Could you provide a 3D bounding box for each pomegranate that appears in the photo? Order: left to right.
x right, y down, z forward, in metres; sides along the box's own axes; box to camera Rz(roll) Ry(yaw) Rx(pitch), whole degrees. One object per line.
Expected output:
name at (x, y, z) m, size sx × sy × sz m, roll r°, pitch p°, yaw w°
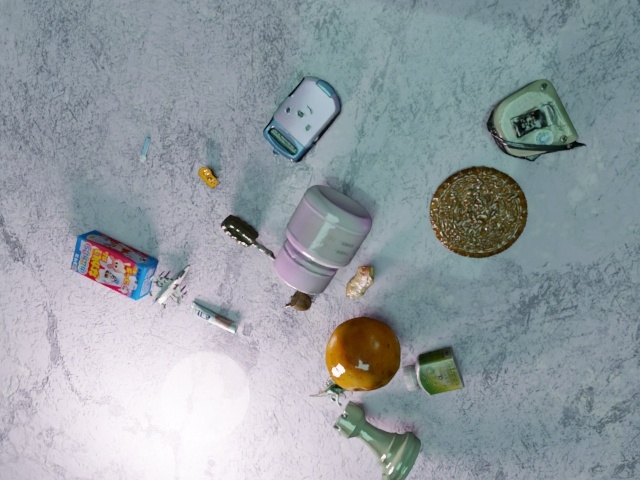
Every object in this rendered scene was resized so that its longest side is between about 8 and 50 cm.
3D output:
pomegranate at (0.145, 0.385, 1.492) m, size 0.264 × 0.264 × 0.264 m, roll 3°, pitch 105°, yaw 12°

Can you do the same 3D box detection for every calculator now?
calculator at (-0.065, -0.393, 1.427) m, size 0.173 × 0.051 × 0.293 m, roll 42°, pitch 109°, yaw -2°

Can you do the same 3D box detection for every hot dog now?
hot dog at (0.147, 0.139, 1.516) m, size 0.078 × 0.061 × 0.169 m, roll 59°, pitch 134°, yaw 26°

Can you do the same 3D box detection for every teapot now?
teapot at (-0.084, 0.222, 1.602) m, size 0.080 × 0.085 × 0.110 m, roll 29°, pitch 141°, yaw -20°

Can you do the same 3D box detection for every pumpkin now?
pumpkin at (-0.399, -0.227, 1.557) m, size 0.050 × 0.028 × 0.083 m, roll -24°, pitch 107°, yaw 19°

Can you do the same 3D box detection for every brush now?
brush at (-0.226, 0.019, 1.563) m, size 0.301 × 0.084 × 0.071 m, roll 37°, pitch 108°, yaw -5°

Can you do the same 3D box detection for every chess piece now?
chess piece at (0.200, 0.732, 1.611) m, size 0.299 × 0.194 × 0.195 m, roll 33°, pitch 109°, yaw 12°

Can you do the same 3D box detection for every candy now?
candy at (-0.803, 0.095, 1.697) m, size 0.305 × 0.100 × 0.157 m, roll 25°, pitch 109°, yaw 6°

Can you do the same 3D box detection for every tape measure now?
tape measure at (0.612, -0.322, 1.264) m, size 0.207 × 0.115 × 0.235 m, roll -29°, pitch 97°, yaw 16°

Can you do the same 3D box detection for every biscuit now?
biscuit at (0.502, -0.086, 1.389) m, size 0.305 × 0.038 × 0.305 m, roll 3°, pitch 105°, yaw 12°

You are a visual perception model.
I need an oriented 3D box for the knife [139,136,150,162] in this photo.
knife at (-0.639, -0.333, 1.592) m, size 0.027 × 0.010 × 0.096 m, roll 24°, pitch 106°, yaw 6°

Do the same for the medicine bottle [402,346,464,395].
medicine bottle at (0.394, 0.467, 1.535) m, size 0.188 × 0.088 × 0.132 m, roll -19°, pitch 100°, yaw 16°

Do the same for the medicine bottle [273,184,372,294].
medicine bottle at (0.000, 0.000, 1.416) m, size 0.241 × 0.241 × 0.302 m, roll 32°, pitch 109°, yaw 3°

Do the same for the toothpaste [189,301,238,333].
toothpaste at (-0.418, 0.306, 1.702) m, size 0.205 × 0.036 × 0.056 m, roll 23°, pitch 107°, yaw 10°

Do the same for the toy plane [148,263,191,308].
toy plane at (-0.569, 0.169, 1.678) m, size 0.160 × 0.082 × 0.234 m, roll 43°, pitch 90°, yaw -6°

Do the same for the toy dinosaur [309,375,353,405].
toy dinosaur at (0.049, 0.566, 1.668) m, size 0.187 × 0.044 × 0.106 m, roll 7°, pitch 93°, yaw 24°
